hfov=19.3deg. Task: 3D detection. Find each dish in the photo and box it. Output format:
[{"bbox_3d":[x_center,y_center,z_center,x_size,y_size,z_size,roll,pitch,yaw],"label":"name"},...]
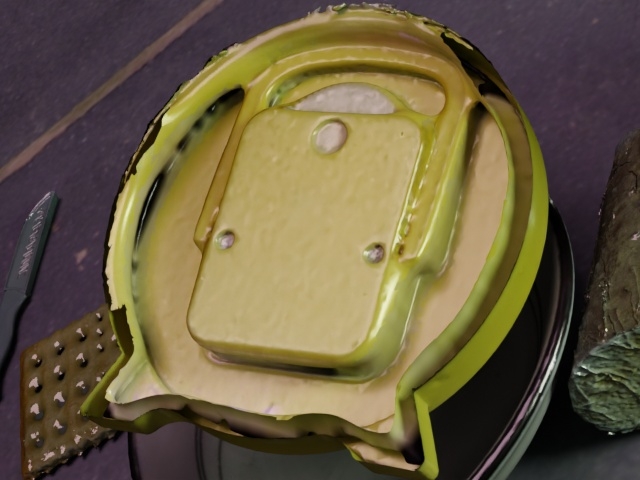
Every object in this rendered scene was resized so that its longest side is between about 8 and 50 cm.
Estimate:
[{"bbox_3d":[0.034,0.090,1.158,0.316,0.106,0.316,-21,46,24],"label":"dish"}]

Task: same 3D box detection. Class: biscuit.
[{"bbox_3d":[-0.127,0.078,1.372,0.231,0.016,0.139,-29,40,16],"label":"biscuit"}]

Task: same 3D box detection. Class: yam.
[{"bbox_3d":[0.203,0.016,1.090,0.107,0.107,0.183,-12,46,32],"label":"yam"}]

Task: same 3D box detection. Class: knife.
[{"bbox_3d":[-0.244,0.045,1.500,0.028,0.015,0.210,-21,42,34],"label":"knife"}]

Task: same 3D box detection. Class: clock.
[{"bbox_3d":[0.002,0.000,1.123,0.277,0.071,0.293,12,73,31],"label":"clock"}]
